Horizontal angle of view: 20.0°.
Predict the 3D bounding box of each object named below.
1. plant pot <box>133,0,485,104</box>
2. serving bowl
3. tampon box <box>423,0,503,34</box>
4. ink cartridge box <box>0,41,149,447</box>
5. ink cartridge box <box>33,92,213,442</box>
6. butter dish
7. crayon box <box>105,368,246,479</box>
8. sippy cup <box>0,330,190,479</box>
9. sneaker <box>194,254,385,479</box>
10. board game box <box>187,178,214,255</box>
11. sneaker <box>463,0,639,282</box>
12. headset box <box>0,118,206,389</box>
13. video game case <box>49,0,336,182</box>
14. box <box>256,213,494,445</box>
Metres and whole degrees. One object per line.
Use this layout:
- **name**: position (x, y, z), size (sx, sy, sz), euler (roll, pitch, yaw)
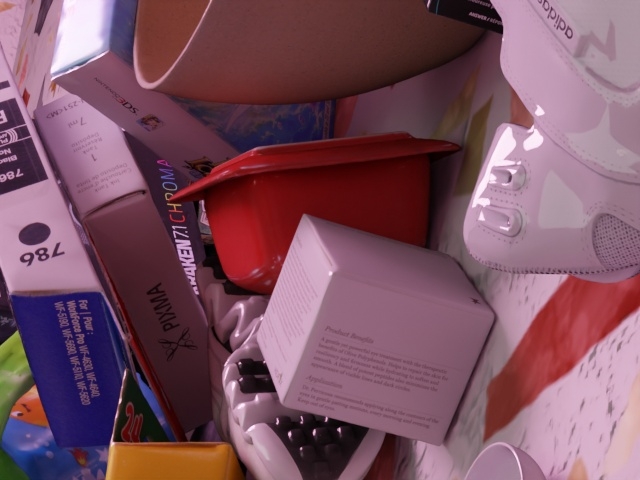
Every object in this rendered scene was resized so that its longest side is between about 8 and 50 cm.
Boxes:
- **plant pot**: position (0.017, -0.205, 1.149), size (0.284, 0.191, 0.284), euler (-164, 90, -72)
- **serving bowl**: position (0.092, 0.142, 0.891), size (0.083, 0.027, 0.083), euler (-164, 90, -72)
- **tampon box**: position (0.126, -0.188, 0.912), size (0.101, 0.120, 0.161), euler (-108, 37, -60)
- **ink cartridge box**: position (-0.197, 0.017, 1.276), size (0.165, 0.065, 0.332), euler (82, 163, -45)
- **ink cartridge box**: position (-0.115, 0.056, 1.336), size (0.275, 0.060, 0.239), euler (72, 171, -49)
- **butter dish**: position (0.000, 0.000, 1.152), size (0.160, 0.160, 0.118), euler (163, 98, -70)
- **crayon box**: position (-0.083, 0.261, 1.106), size (0.202, 0.081, 0.318), euler (73, -161, -58)
- **sippy cup**: position (-0.227, 0.209, 1.447), size (0.305, 0.240, 0.224), euler (-34, -3, 40)
- **sneaker**: position (-0.022, 0.107, 1.188), size (0.292, 0.110, 0.118), euler (-114, 29, -68)
- **board game box**: position (-0.117, -0.086, 1.757), size (0.136, 0.030, 0.259), euler (127, 153, -55)
- **sneaker**: position (0.095, -0.111, 0.746), size (0.366, 0.137, 0.210), euler (38, 120, 38)
- **headset box**: position (-0.259, 0.016, 1.608), size (0.246, 0.283, 0.131), euler (-106, 32, -42)
- **video game case**: position (-0.080, -0.173, 1.356), size (0.061, 0.244, 0.269), euler (-21, 50, 33)
- **box**: position (0.029, 0.050, 1.045), size (0.102, 0.101, 0.087), euler (-118, 46, -66)
